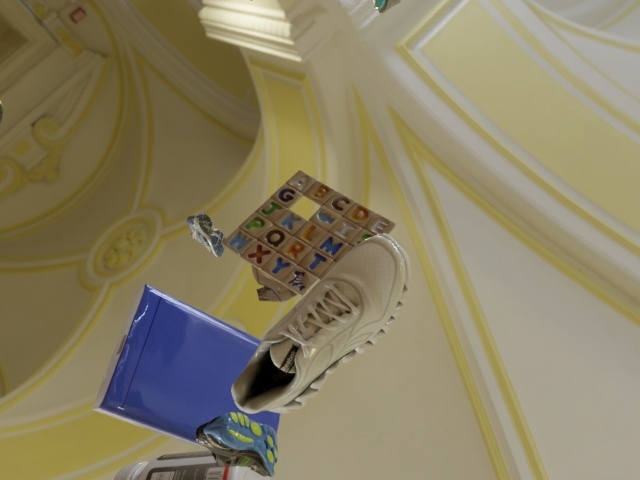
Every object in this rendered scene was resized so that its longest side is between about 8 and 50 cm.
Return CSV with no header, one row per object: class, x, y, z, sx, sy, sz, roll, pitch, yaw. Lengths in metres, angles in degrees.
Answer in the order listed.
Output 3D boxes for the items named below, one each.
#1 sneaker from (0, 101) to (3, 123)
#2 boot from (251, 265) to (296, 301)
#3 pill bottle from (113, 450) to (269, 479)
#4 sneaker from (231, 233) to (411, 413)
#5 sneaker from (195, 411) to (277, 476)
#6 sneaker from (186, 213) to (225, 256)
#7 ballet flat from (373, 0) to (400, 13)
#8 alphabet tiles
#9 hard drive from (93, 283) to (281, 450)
sneaker,-0.423,-0.166,0.613,0.209,0.081,0.094,10,-99,17
boot,-0.082,0.067,1.100,0.087,0.118,0.042,-14,-146,-12
pill bottle,-0.257,0.502,1.141,0.283,0.161,0.161,-12,-133,18
sneaker,0.001,0.113,0.724,0.110,0.118,0.292,43,-79,22
sneaker,-0.119,0.307,0.869,0.078,0.188,0.067,-17,-130,18
sneaker,-0.272,-0.014,1.372,0.058,0.135,0.052,4,-133,28
ballet flat,0.114,-0.373,0.810,0.068,0.213,0.072,-1,-88,1
alphabet tiles,0.000,0.000,0.901,0.237,0.009,0.198,31,-122,20
hard drive,-0.197,0.236,0.986,0.040,0.319,0.210,-25,-137,42
